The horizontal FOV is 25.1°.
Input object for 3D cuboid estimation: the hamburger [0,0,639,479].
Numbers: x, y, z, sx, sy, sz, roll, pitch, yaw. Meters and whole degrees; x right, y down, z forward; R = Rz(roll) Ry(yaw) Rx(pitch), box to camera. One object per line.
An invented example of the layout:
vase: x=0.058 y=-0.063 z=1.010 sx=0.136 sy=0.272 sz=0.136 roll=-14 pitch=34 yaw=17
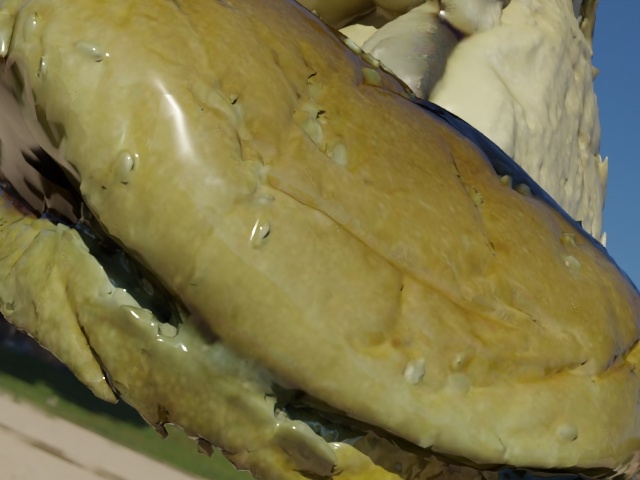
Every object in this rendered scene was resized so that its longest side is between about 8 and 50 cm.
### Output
hamburger: x=0.000 y=0.000 z=0.499 sx=0.285 sy=0.134 sz=0.265 roll=29 pitch=1 yaw=-18

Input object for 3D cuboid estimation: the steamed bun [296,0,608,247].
steamed bun: x=0.063 y=-0.082 z=0.975 sx=0.230 sy=0.372 sz=0.325 roll=0 pitch=-25 yaw=26
